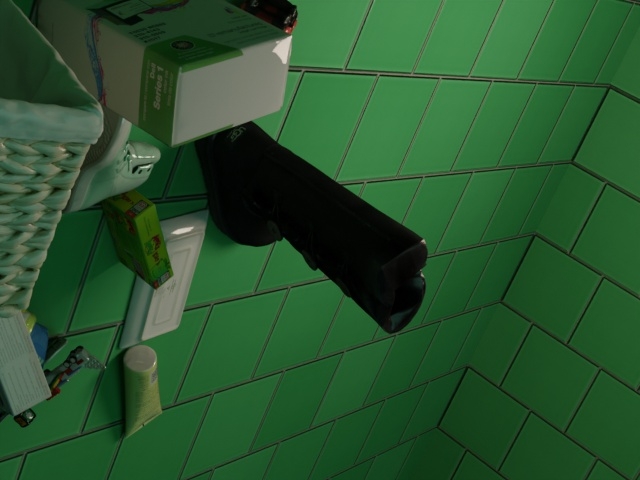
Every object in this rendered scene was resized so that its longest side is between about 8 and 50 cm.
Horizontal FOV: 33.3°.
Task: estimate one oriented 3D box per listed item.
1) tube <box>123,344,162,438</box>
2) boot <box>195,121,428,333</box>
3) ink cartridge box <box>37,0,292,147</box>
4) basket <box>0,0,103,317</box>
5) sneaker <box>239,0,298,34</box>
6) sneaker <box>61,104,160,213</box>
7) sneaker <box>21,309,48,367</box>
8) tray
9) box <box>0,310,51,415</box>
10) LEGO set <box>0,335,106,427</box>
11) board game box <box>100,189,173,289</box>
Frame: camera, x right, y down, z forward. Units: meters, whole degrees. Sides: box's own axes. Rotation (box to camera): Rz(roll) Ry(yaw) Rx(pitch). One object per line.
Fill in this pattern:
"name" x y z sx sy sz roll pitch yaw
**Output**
"tube" -0.340 0.290 2.027 0.070 0.062 0.240 1 140 -5
"boot" -0.001 -0.001 1.814 0.146 0.445 0.367 -48 151 -14
"ink cartridge box" -0.208 -0.251 1.403 0.201 0.278 0.117 -26 138 -43
"basket" -0.455 -0.113 1.075 0.328 0.331 0.266 0 127 -42
"sneaker" -0.129 -0.278 1.641 0.276 0.097 0.135 -52 172 -49
"sneaker" -0.290 -0.144 1.534 0.151 0.094 0.256 -24 165 -39
"sneaker" -0.476 0.215 1.582 0.240 0.091 0.126 -57 154 -2
"tray" -0.274 0.076 1.919 0.145 0.030 0.270 -17 134 -48
"box" -0.455 0.081 1.456 0.067 0.063 0.324 -29 115 -32
"LEGO set" -0.433 0.234 1.655 0.182 0.060 0.244 -46 -165 -17
"board game box" -0.296 -0.009 1.723 0.043 0.092 0.181 -42 149 -26
